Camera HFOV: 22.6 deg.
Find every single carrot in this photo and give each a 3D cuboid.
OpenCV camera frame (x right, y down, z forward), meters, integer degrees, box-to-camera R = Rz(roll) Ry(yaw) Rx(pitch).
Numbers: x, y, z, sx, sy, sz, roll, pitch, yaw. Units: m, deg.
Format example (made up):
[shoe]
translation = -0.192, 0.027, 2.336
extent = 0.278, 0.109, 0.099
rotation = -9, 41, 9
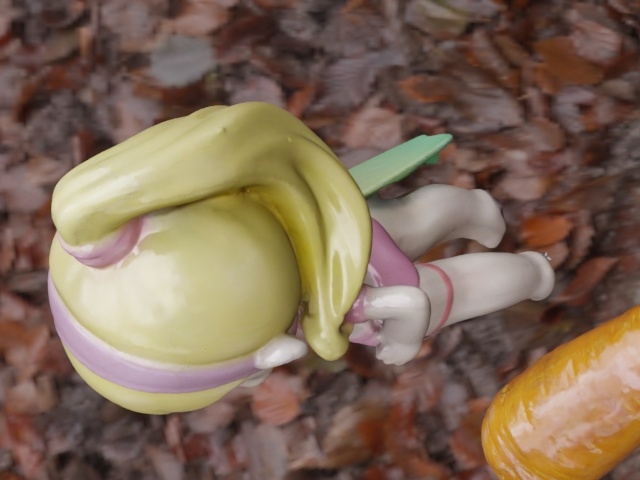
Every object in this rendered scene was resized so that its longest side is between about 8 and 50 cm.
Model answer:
[carrot]
translation = 0.152, 0.046, 0.680
extent = 0.256, 0.061, 0.061
rotation = -43, 73, 42

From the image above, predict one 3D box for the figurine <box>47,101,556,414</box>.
[figurine]
translation = 0.000, 0.000, 0.433
extent = 0.083, 0.187, 0.083
rotation = 3, 94, 45
